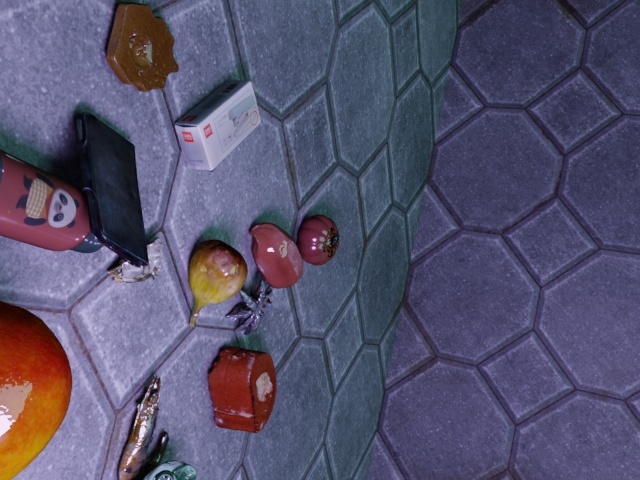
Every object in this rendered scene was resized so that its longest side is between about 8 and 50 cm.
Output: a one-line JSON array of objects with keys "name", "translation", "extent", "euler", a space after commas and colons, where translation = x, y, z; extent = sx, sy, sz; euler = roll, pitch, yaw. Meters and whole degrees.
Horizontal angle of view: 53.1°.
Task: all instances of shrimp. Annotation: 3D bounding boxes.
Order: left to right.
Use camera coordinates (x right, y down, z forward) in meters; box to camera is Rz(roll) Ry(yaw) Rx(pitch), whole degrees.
[{"name": "shrimp", "translation": [-0.431, 0.489, 1.636], "extent": [0.169, 0.058, 0.296], "euler": [27, 79, -68]}]

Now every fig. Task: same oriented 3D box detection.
[{"name": "fig", "translation": [-0.295, 0.126, 1.720], "extent": [0.159, 0.159, 0.257], "euler": [4, 114, -64]}]

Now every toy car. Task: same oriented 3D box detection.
[{"name": "toy car", "translation": [-0.439, 0.650, 1.553], "extent": [0.306, 0.125, 0.136], "euler": [-48, 150, -20]}]

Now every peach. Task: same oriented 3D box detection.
[{"name": "peach", "translation": [-0.574, 0.254, 1.019], "extent": [0.332, 0.308, 0.307], "euler": [-30, 126, -41]}]

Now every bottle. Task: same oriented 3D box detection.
[{"name": "bottle", "translation": [-0.521, -0.063, 1.173], "extent": [0.336, 0.144, 0.144], "euler": [33, 69, -64]}]

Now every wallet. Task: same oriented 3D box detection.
[{"name": "wallet", "translation": [-0.419, -0.106, 1.284], "extent": [0.172, 0.045, 0.318], "euler": [46, 23, -59]}]

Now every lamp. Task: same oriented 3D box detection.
[{"name": "lamp", "translation": [0.000, 0.000, 2.240], "extent": [0.182, 0.140, 0.182], "euler": [-33, 129, -53]}]

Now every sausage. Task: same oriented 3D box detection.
[{"name": "sausage", "translation": [-0.136, 0.053, 1.992], "extent": [0.148, 0.148, 0.254], "euler": [-64, 152, -31]}]

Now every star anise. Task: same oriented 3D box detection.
[{"name": "star anise", "translation": [-0.209, 0.204, 1.949], "extent": [0.181, 0.061, 0.204], "euler": [18, 102, -55]}]

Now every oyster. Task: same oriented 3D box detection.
[{"name": "oyster", "translation": [-0.423, 0.047, 1.500], "extent": [0.108, 0.053, 0.166], "euler": [-68, 165, 18]}]

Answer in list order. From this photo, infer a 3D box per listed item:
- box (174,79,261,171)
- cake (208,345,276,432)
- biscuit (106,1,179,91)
[{"name": "box", "translation": [-0.263, -0.303, 1.675], "extent": [0.269, 0.079, 0.135], "euler": [-54, 143, -43]}, {"name": "cake", "translation": [-0.228, 0.442, 1.925], "extent": [0.177, 0.151, 0.283], "euler": [-62, 150, -57]}, {"name": "biscuit", "translation": [-0.390, -0.422, 1.430], "extent": [0.215, 0.034, 0.182], "euler": [21, 81, -66]}]
